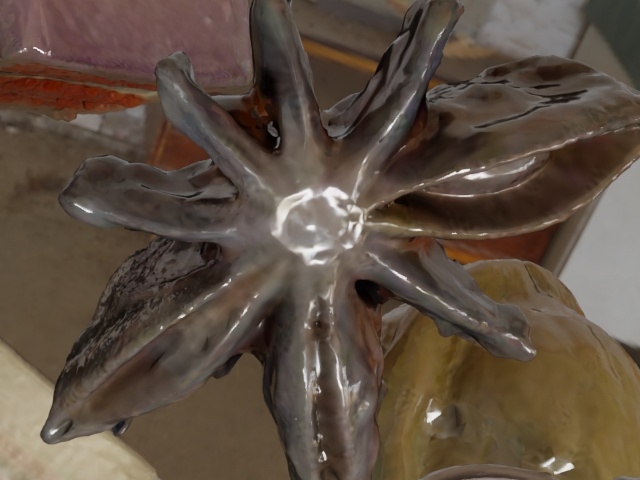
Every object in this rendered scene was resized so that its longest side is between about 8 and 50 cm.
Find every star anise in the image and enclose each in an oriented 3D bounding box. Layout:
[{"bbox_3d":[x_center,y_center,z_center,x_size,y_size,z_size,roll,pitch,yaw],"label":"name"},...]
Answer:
[{"bbox_3d":[-0.003,0.004,0.547,0.198,0.257,0.110,30,14,-14],"label":"star anise"}]

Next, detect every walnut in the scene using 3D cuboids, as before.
[{"bbox_3d":[0.142,0.224,1.263,0.383,0.384,0.383,17,29,-10],"label":"walnut"}]

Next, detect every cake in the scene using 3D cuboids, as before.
[{"bbox_3d":[-0.240,-0.243,1.258,0.237,0.230,0.309,-10,-7,37],"label":"cake"}]

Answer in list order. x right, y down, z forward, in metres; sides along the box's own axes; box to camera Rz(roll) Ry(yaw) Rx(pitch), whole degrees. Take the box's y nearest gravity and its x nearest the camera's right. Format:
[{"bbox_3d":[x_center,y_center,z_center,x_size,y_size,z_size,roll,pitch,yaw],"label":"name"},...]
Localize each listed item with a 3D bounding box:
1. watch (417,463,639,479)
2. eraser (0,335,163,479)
[{"bbox_3d":[0.138,0.215,0.688,0.231,0.196,0.244,7,29,-28],"label":"watch"},{"bbox_3d":[-0.208,0.106,0.697,0.343,0.144,0.078,46,-14,-26],"label":"eraser"}]
